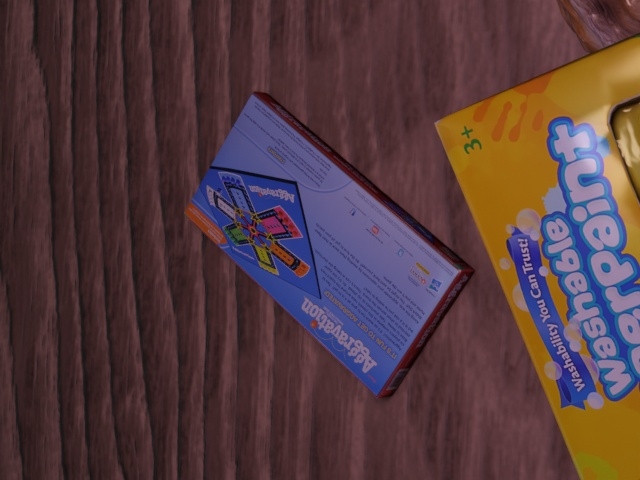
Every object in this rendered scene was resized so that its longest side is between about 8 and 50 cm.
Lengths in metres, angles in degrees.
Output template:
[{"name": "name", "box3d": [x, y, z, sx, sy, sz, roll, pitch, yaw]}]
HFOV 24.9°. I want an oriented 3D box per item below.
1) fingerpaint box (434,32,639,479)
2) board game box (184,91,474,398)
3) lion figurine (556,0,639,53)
[{"name": "fingerpaint box", "box3d": [0.336, 0.050, 0.954, 0.371, 0.163, 0.445, -20, 92, 33]}, {"name": "board game box", "box3d": [0.000, 0.000, 1.331, 0.281, 0.027, 0.145, 42, 111, 27]}, {"name": "lion figurine", "box3d": [0.291, -0.308, 1.026, 0.240, 0.142, 0.392, 51, 123, 5]}]
